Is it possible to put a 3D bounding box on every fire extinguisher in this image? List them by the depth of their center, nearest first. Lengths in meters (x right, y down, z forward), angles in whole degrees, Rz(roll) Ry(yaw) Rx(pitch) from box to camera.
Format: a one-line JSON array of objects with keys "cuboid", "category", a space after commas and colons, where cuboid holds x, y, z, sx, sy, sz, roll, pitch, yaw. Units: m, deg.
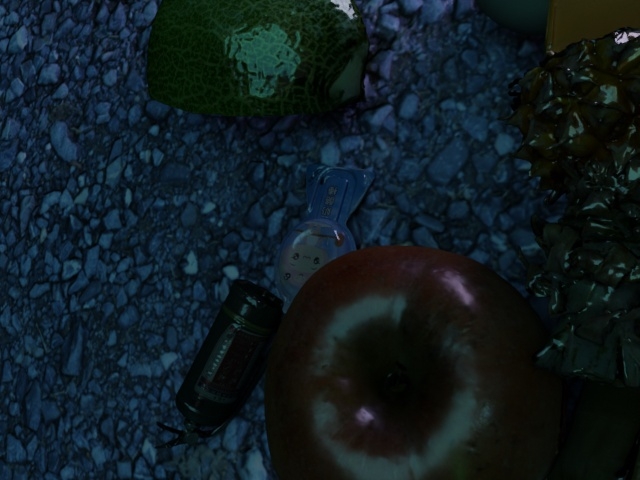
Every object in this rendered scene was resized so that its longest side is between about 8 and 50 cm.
[{"cuboid": [-0.158, 0.211, 0.898, 0.294, 0.118, 0.093, -63, 27, 5], "category": "fire extinguisher"}]

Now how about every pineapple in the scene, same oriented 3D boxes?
[{"cuboid": [0.271, -0.003, 0.513, 0.262, 0.262, 0.272, 10, 79, 28], "category": "pineapple"}]

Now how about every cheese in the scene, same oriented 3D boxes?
[{"cuboid": [0.000, 0.000, 0.872, 0.135, 0.052, 0.245, 11, 79, 25], "category": "cheese"}]

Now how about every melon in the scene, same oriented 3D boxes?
[{"cuboid": [-0.086, -0.317, 0.902, 0.343, 0.226, 0.331, 21, 74, 41], "category": "melon"}]

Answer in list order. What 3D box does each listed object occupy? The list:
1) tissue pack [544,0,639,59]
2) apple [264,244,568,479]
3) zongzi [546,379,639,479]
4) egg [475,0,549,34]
[{"cuboid": [0.351, -0.206, 0.605, 0.194, 0.274, 0.145, -1, 80, 26], "category": "tissue pack"}, {"cuboid": [0.108, 0.182, 0.658, 0.338, 0.305, 0.339, -10, 64, 20], "category": "apple"}, {"cuboid": [0.457, 0.177, 0.576, 0.360, 0.160, 0.323, 23, 82, 8], "category": "zongzi"}, {"cuboid": [0.266, -0.373, 0.734, 0.168, 0.168, 0.231, -25, 68, 21], "category": "egg"}]
